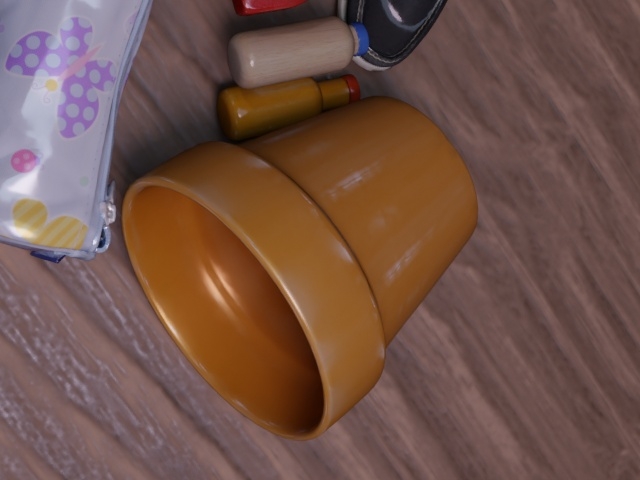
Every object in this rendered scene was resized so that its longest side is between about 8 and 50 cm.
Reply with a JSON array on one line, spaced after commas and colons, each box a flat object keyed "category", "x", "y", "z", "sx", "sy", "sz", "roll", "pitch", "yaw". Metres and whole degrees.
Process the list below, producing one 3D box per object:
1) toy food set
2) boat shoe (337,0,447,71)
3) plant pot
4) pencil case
[{"category": "toy food set", "x": -0.029, "y": -0.193, "z": 0.884, "sx": 0.104, "sy": 0.111, "sz": 0.232, "roll": -14, "pitch": 98, "yaw": -21}, {"category": "boat shoe", "x": 0.083, "y": -0.234, "z": 0.932, "sx": 0.084, "sy": 0.079, "sz": 0.233, "roll": 29, "pitch": 86, "yaw": -18}, {"category": "plant pot", "x": 0.000, "y": 0.000, "z": 0.870, "sx": 0.188, "sy": 0.205, "sz": 0.205, "roll": -36, "pitch": 103, "yaw": -28}, {"category": "pencil case", "x": -0.173, "y": -0.124, "z": 0.836, "sx": 0.124, "sy": 0.113, "sz": 0.273, "roll": 11, "pitch": 87, "yaw": 27}]
